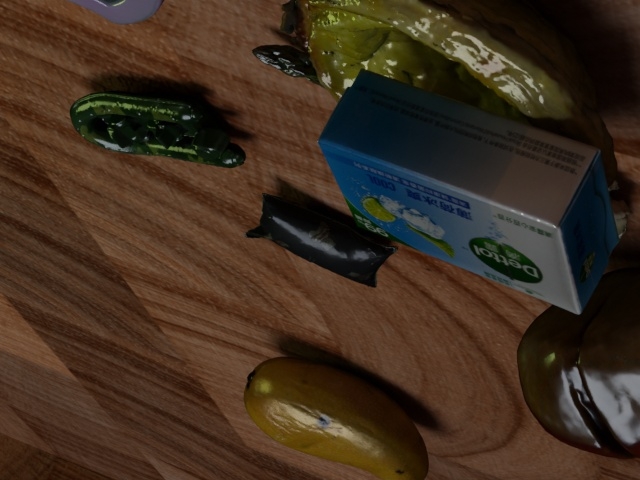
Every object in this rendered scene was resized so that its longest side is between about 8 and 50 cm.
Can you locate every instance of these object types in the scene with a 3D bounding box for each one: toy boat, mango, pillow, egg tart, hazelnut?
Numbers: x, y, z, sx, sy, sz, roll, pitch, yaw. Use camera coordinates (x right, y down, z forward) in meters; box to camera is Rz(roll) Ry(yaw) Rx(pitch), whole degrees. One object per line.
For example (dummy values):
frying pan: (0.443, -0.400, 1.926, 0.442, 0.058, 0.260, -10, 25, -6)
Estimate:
toy boat: (-0.165, -0.111, 1.776, 0.210, 0.052, 0.104, 9, 156, 39)
mango: (0.026, 0.225, 2.292, 0.262, 0.109, 0.157, 24, 151, -5)
pillow: (0.000, -0.001, 1.847, 0.150, 0.048, 0.090, 23, 169, 0)
egg tart: (0.105, -0.125, 1.348, 0.279, 0.095, 0.279, 29, 162, 10)
hazelnut: (0.291, 0.115, 1.574, 0.212, 0.181, 0.181, -9, 120, 44)

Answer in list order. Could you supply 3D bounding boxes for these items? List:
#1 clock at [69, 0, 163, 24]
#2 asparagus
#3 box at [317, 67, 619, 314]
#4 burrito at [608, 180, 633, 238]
clock: (-0.231, -0.301, 1.320, 0.338, 0.102, 0.338, 23, 160, 9)
asparagus: (0.049, -0.110, 1.532, 0.236, 0.034, 0.027, 32, 178, -6)
box: (0.109, -0.036, 1.308, 0.194, 0.073, 0.139, 21, 160, 25)
burrito: (0.226, -0.009, 1.544, 0.058, 0.045, 0.188, 51, 164, 8)
